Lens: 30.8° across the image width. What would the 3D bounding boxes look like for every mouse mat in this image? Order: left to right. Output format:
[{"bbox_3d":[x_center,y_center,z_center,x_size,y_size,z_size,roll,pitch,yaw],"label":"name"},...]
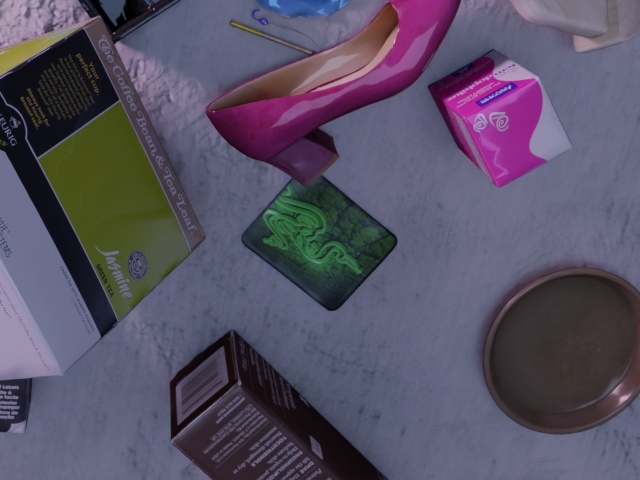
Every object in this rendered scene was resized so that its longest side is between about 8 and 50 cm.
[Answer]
[{"bbox_3d":[0.000,0.000,1.698,0.190,0.007,0.152,39,100,-17],"label":"mouse mat"}]

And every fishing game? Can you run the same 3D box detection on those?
[{"bbox_3d":[-0.021,-0.383,1.543,0.189,0.041,0.264,22,106,-18],"label":"fishing game"}]

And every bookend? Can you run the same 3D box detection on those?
[{"bbox_3d":[-0.251,-0.361,1.501,0.157,0.072,0.156,-31,110,3],"label":"bookend"}]

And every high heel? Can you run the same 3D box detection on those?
[{"bbox_3d":[0.023,-0.248,1.542,0.181,0.127,0.377,32,104,-28],"label":"high heel"}]

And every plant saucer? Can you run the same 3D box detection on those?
[{"bbox_3d":[0.382,0.168,1.792,0.278,0.041,0.277,-2,108,-7],"label":"plant saucer"}]

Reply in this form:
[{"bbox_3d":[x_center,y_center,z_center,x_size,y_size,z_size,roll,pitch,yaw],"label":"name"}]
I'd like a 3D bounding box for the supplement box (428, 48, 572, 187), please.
[{"bbox_3d":[0.236,-0.167,1.558,0.111,0.220,0.114,-29,111,2],"label":"supplement box"}]

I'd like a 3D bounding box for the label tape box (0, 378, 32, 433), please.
[{"bbox_3d":[-0.516,0.092,1.604,0.241,0.106,0.333,5,108,-10],"label":"label tape box"}]

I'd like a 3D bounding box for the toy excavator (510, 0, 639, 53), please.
[{"bbox_3d":[0.203,-0.404,1.443,0.433,0.222,0.445,-31,106,-41],"label":"toy excavator"}]

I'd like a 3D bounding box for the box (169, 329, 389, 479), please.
[{"bbox_3d":[-0.045,0.329,1.707,0.143,0.191,0.381,-40,110,7],"label":"box"}]

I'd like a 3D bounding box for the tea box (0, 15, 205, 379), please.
[{"bbox_3d":[-0.363,-0.051,1.432,0.220,0.323,0.329,-8,115,36],"label":"tea box"}]
